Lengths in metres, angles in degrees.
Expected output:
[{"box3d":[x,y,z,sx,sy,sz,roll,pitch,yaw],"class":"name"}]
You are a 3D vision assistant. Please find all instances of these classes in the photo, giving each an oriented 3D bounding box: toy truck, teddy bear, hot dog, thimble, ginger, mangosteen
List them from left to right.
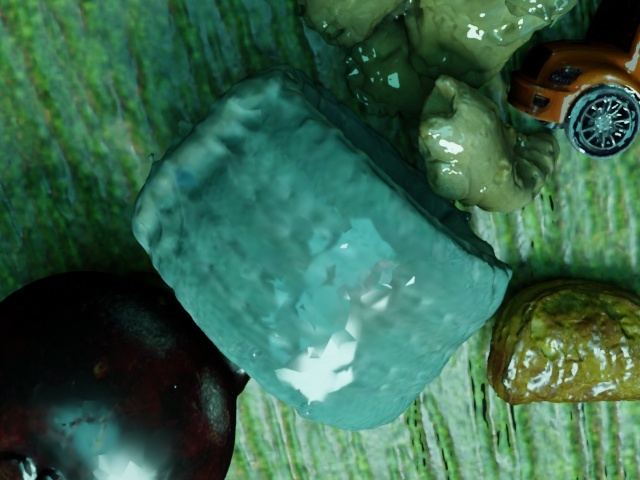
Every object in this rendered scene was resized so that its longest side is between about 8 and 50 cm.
[{"box3d":[-0.149,0.112,0.589,0.209,0.210,0.210,0,109,0],"class":"mangosteen"},{"box3d":[0.000,0.000,0.548,0.235,0.198,0.143,36,104,-18],"class":"thimble"},{"box3d":[0.055,-0.218,0.498,0.256,0.156,0.267,39,106,-11],"class":"teddy bear"},{"box3d":[0.109,-0.053,0.558,0.051,0.173,0.070,5,86,30],"class":"ginger"},{"box3d":[0.194,0.082,0.648,0.147,0.065,0.099,-2,109,-11],"class":"hot dog"},{"box3d":[0.256,-0.111,0.559,0.252,0.107,0.114,6,108,-4],"class":"toy truck"}]
